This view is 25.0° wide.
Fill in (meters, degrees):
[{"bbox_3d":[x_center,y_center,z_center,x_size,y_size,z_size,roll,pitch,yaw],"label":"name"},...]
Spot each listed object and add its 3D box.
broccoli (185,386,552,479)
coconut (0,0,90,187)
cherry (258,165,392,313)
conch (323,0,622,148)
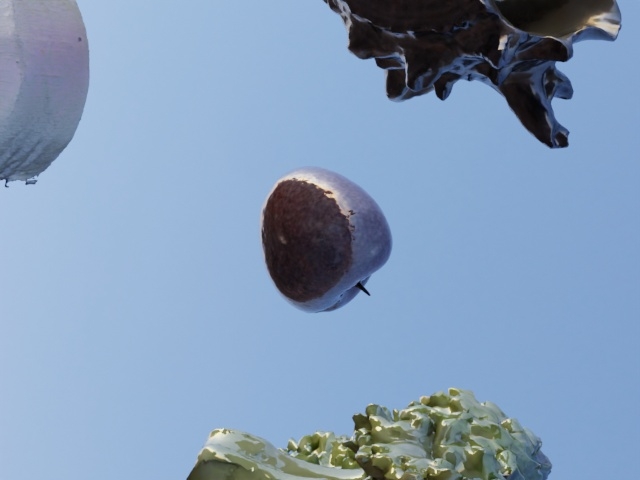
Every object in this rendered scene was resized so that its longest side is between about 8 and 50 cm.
[{"bbox_3d":[0.018,0.250,1.103,0.281,0.293,0.348,29,-30,-1],"label":"broccoli"},{"bbox_3d":[-0.160,-0.072,0.607,0.110,0.124,0.110,2,-85,29],"label":"coconut"},{"bbox_3d":[0.000,-0.003,1.663,0.176,0.140,0.176,30,-45,35],"label":"cherry"},{"bbox_3d":[0.115,-0.209,1.031,0.186,0.240,0.313,75,4,-48],"label":"conch"}]
